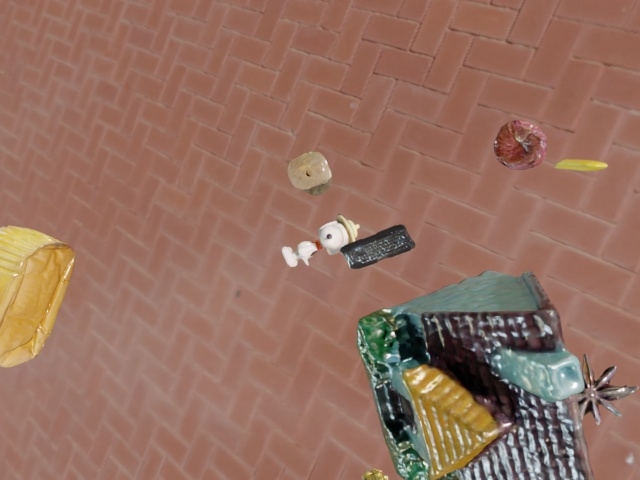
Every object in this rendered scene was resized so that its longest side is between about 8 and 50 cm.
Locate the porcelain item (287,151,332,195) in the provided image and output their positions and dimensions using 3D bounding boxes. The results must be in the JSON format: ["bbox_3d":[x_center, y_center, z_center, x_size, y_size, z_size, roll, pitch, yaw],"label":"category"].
[{"bbox_3d":[-0.014,-0.128,1.116,0.081,0.216,0.069,-22,87,5],"label":"porcelain item"}]

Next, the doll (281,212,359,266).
[{"bbox_3d":[0.000,0.003,2.051,0.271,0.208,0.144,-28,81,31],"label":"doll"}]

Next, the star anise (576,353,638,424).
[{"bbox_3d":[0.701,0.390,1.407,0.204,0.061,0.180,-38,56,16],"label":"star anise"}]

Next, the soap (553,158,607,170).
[{"bbox_3d":[0.772,-0.227,1.617,0.168,0.089,0.033,17,105,57],"label":"soap"}]

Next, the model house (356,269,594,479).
[{"bbox_3d":[0.206,0.202,0.634,0.230,0.249,0.280,-20,100,-10],"label":"model house"}]

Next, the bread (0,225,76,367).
[{"bbox_3d":[-0.667,0.114,1.156,0.156,0.204,0.288,17,95,13],"label":"bread"}]

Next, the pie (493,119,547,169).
[{"bbox_3d":[0.563,-0.269,1.525,0.154,0.038,0.153,16,113,43],"label":"pie"}]

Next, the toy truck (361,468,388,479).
[{"bbox_3d":[0.090,0.401,0.821,0.052,0.123,0.062,14,90,-5],"label":"toy truck"}]

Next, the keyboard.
[{"bbox_3d":[0.190,0.026,1.820,0.262,0.016,0.106,-22,112,33],"label":"keyboard"}]
